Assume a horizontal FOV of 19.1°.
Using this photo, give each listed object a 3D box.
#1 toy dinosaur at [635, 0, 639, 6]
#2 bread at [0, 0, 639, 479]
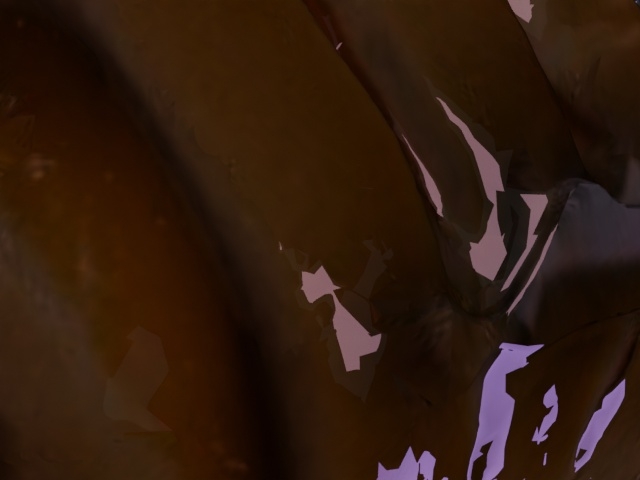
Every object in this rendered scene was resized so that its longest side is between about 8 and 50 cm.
[{"bbox_3d":[0.111,-0.195,0.977,0.383,0.076,0.129,22,91,-37],"label":"toy dinosaur"},{"bbox_3d":[0.000,0.000,0.716,0.341,0.210,0.300,-9,94,-47],"label":"bread"}]
